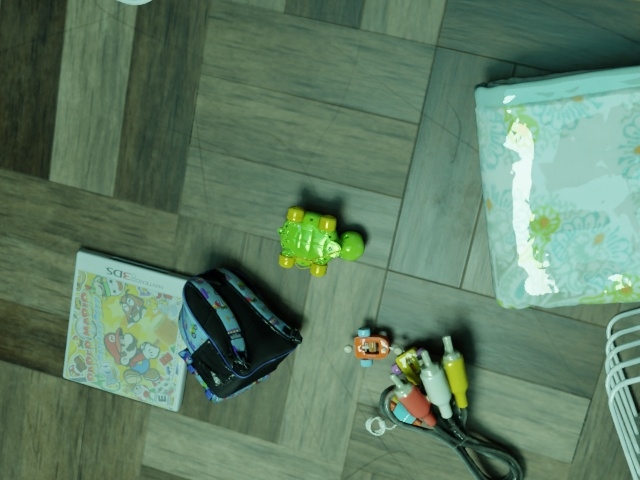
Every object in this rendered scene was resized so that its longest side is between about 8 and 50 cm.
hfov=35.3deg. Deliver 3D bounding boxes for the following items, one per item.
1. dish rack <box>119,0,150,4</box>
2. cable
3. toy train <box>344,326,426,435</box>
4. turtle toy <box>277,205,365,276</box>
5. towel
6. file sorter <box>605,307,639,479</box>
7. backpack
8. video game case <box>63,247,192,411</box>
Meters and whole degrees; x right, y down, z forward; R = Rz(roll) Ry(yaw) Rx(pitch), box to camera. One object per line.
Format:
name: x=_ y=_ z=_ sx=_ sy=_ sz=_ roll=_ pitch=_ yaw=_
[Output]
dish rack: x=-0.355 y=-0.511 z=1.420 sx=0.333 sy=0.072 sz=0.285 roll=23 pitch=110 yaw=9
cable: x=0.191 y=0.278 z=1.454 sx=0.139 sy=0.072 sz=0.287 roll=-33 pitch=104 yaw=-4
toy train: x=0.107 y=0.206 z=1.509 sx=0.125 sy=0.046 sz=0.166 roll=-5 pitch=101 yaw=18
turtle toy: x=0.000 y=0.000 z=1.467 sx=0.130 sy=0.066 sz=0.095 roll=16 pitch=108 yaw=10
towel: x=0.402 y=-0.072 z=1.328 sx=0.374 sy=0.090 sz=0.320 roll=-4 pitch=103 yaw=16
file sorter: x=0.472 y=0.194 z=1.284 sx=0.193 sy=0.278 sz=0.173 roll=-18 pitch=98 yaw=19
backpack: x=-0.141 y=0.133 z=1.500 sx=0.173 sy=0.158 sz=0.117 roll=51 pitch=130 yaw=11
video game case: x=-0.305 y=0.144 z=1.611 sx=0.206 sy=0.026 sz=0.227 roll=15 pitch=109 yaw=11
